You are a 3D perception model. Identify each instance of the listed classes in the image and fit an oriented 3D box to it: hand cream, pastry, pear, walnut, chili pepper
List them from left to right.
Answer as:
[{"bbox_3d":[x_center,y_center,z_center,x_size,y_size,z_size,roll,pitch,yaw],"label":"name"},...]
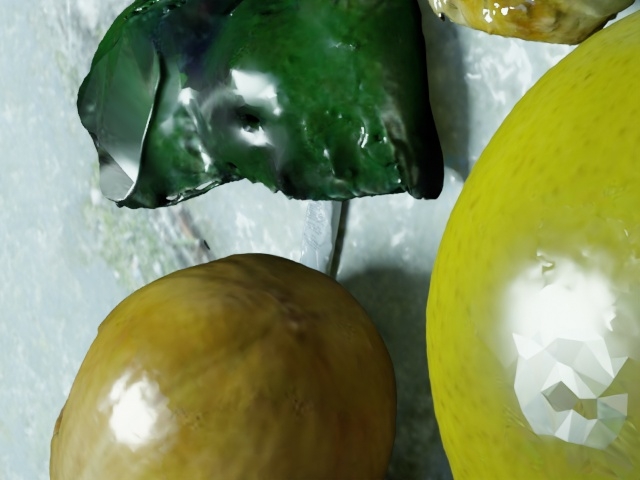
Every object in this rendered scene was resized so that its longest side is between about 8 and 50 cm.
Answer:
[{"bbox_3d":[-0.058,-0.094,1.117,0.264,0.116,0.148,4,99,45],"label":"chili pepper"},{"bbox_3d":[-0.058,0.136,1.128,0.203,0.203,0.298,47,147,27],"label":"walnut"},{"bbox_3d":[0.000,0.000,1.160,0.030,0.019,0.093,33,130,33],"label":"hand cream"},{"bbox_3d":[0.111,-0.168,0.939,0.153,0.081,0.153,-12,76,57],"label":"pastry"},{"bbox_3d":[0.185,0.051,0.853,0.340,0.191,0.386,42,128,30],"label":"pear"}]
